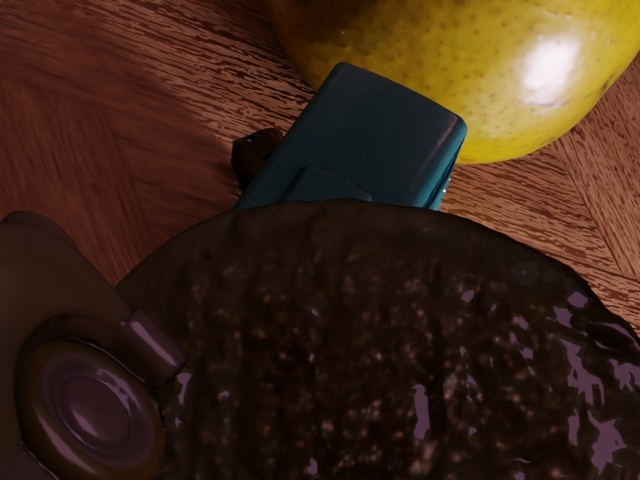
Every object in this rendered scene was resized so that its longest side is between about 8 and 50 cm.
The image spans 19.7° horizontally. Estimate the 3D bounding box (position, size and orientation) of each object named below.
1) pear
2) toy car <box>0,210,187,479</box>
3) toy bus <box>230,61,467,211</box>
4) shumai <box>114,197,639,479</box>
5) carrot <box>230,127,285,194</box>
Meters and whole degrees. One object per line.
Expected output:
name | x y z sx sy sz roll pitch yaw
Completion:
pear | 0.137 -0.253 1.695 0.418 0.362 0.362 8 47 -44
toy car | -0.237 0.121 0.799 0.226 0.242 0.336 43 29 -6
toy bus | 0.000 0.000 1.316 0.128 0.147 0.256 26 46 7
shumai | 0.048 0.173 1.112 0.323 0.397 0.324 50 49 -63
carrot | -0.020 0.002 1.455 0.069 0.069 0.228 21 37 -43
